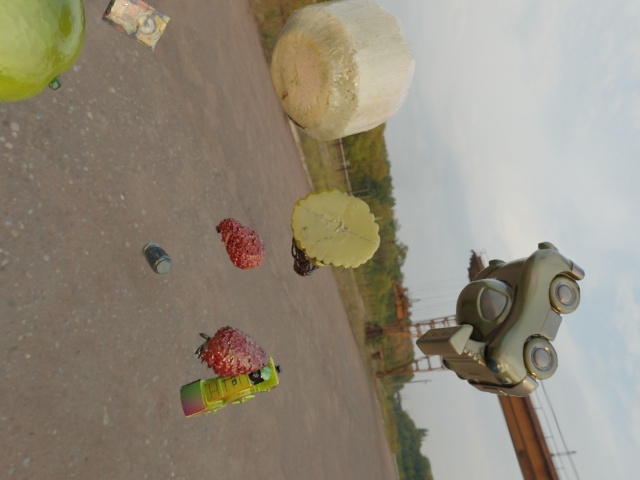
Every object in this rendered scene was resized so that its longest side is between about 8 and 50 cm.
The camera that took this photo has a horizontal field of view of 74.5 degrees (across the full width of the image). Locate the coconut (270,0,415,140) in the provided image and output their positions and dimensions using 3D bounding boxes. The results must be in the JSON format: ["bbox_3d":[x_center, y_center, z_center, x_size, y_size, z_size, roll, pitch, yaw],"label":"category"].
[{"bbox_3d":[0.047,-0.278,0.690,0.224,0.234,0.224,23,-57,42],"label":"coconut"}]

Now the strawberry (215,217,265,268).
[{"bbox_3d":[-0.246,0.002,1.317,0.188,0.082,0.121,54,34,2],"label":"strawberry"}]

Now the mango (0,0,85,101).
[{"bbox_3d":[-0.353,-0.282,0.430,0.149,0.185,0.273,-177,-102,-67],"label":"mango"}]

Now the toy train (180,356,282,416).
[{"bbox_3d":[-0.261,0.437,1.258,0.160,0.296,0.101,58,9,-67],"label":"toy train"}]

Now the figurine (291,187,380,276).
[{"bbox_3d":[0.001,-0.004,1.019,0.315,0.187,0.168,145,-56,-76],"label":"figurine"}]

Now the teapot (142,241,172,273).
[{"bbox_3d":[-0.381,0.045,0.999,0.083,0.049,0.063,40,-5,37],"label":"teapot"}]

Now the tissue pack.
[{"bbox_3d":[-0.290,-0.351,0.664,0.083,0.063,0.035,27,20,-33],"label":"tissue pack"}]

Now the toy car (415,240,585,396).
[{"bbox_3d":[0.405,0.160,0.971,0.336,0.226,0.242,-58,-177,-20],"label":"toy car"}]

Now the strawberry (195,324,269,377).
[{"bbox_3d":[-0.231,0.306,1.101,0.192,0.140,0.085,57,2,-22],"label":"strawberry"}]
